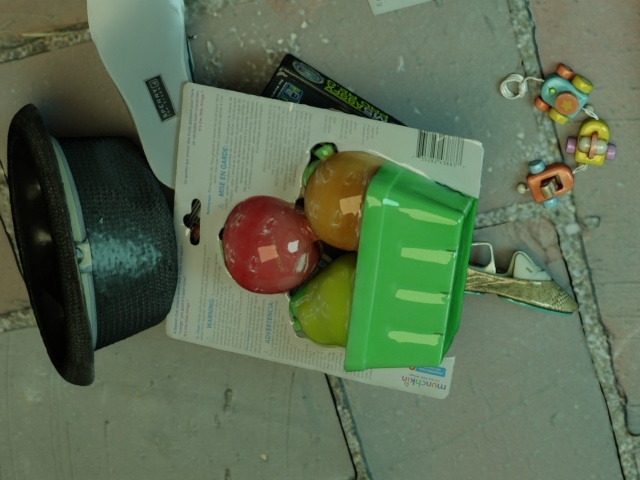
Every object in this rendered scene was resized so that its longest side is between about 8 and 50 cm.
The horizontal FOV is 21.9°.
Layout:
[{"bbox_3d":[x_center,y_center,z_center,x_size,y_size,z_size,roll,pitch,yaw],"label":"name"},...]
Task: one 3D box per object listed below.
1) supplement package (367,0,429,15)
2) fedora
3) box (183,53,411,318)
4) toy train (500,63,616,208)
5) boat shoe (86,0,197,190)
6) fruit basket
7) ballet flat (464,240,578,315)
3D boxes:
[{"bbox_3d":[0.165,-0.377,1.665,0.293,0.175,0.177,-13,132,13],"label":"supplement package"},{"bbox_3d":[-0.260,-0.003,1.935,0.152,0.334,0.334,-11,114,-20],"label":"fedora"},{"bbox_3d":[-0.019,-0.054,1.964,0.216,0.060,0.270,32,113,-6],"label":"box"},{"bbox_3d":[0.271,-0.117,1.905,0.125,0.046,0.166,-15,110,13],"label":"toy train"},{"bbox_3d":[-0.192,-0.211,1.898,0.113,0.105,0.306,-24,117,-3],"label":"boat shoe"},{"bbox_3d":[0.000,0.000,1.892,0.353,0.165,0.327,14,115,19],"label":"fruit basket"},{"bbox_3d":[0.211,0.039,1.969,0.206,0.073,0.067,11,99,-1],"label":"ballet flat"}]
